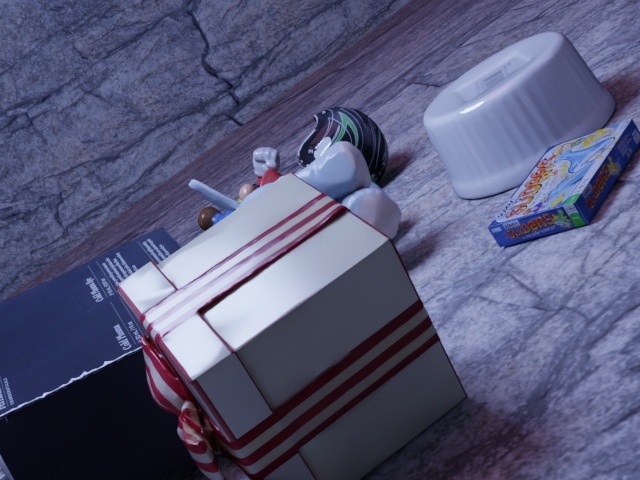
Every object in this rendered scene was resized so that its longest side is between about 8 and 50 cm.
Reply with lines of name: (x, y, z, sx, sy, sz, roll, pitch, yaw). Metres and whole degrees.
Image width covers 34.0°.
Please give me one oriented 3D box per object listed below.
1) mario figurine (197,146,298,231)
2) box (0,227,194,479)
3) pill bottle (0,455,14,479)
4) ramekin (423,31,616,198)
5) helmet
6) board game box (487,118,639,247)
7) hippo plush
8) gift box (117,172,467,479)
mario figurine: (-0.151, -0.058, 2.014, 0.170, 0.198, 0.320, -19, -6, -45)
box: (-0.273, 0.164, 1.362, 0.312, 0.179, 0.343, -25, 24, -14)
pill bottle: (-0.423, 0.304, 1.577, 0.131, 0.131, 0.229, -39, 16, -15)
ramekin: (0.289, -0.196, 1.582, 0.277, 0.135, 0.277, -33, 14, 10)
helmet: (0.045, -0.166, 1.952, 0.161, 0.169, 0.169, -60, 21, -12)
board game box: (0.314, -0.074, 1.336, 0.136, 0.035, 0.201, -19, 21, 46)
hippo plush: (0.000, 0.000, 1.578, 0.294, 0.234, 0.236, -15, -11, 16)
gift box: (-0.030, 0.131, 1.054, 0.258, 0.276, 0.255, -34, 27, -12)
